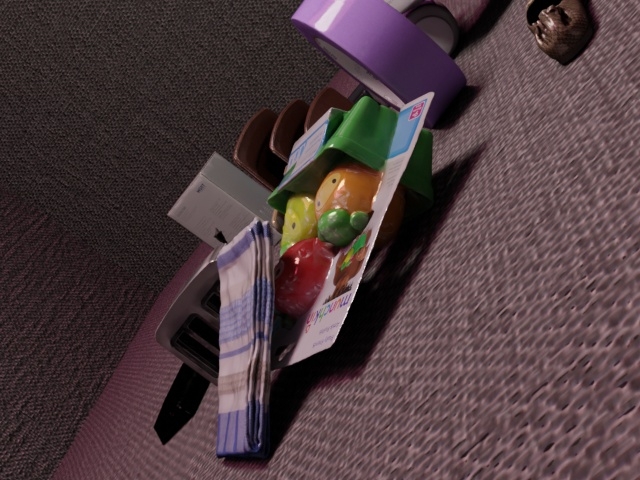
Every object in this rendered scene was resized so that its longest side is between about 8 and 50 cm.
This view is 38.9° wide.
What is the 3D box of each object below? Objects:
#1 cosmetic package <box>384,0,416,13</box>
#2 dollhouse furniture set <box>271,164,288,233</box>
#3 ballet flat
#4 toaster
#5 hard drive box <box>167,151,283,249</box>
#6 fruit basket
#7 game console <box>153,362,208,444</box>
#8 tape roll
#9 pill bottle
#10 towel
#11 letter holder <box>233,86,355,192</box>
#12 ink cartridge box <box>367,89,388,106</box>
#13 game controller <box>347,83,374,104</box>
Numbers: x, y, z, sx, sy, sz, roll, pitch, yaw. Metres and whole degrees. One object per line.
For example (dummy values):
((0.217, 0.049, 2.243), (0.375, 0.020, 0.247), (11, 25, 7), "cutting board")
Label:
((0.245, -0.551, 1.582), (0.385, 0.156, 0.217), (-36, 6, -12), "cosmetic package")
((0.000, -0.063, 1.487), (0.151, 0.144, 0.123), (-33, 22, 21), "dollhouse furniture set")
((0.281, -0.278, 1.104), (0.084, 0.058, 0.250), (-47, 12, 26), "ballet flat")
((-0.140, 0.109, 1.349), (0.168, 0.186, 0.110), (-51, 6, 11), "toaster")
((-0.202, -0.061, 2.058), (0.181, 0.232, 0.089), (-43, 15, 44), "hard drive box")
((0.000, 0.000, 1.153), (0.353, 0.165, 0.327), (-62, 13, -25), "fruit basket")
((-0.182, 0.204, 1.623), (0.361, 0.044, 0.213), (-47, 13, 34), "game console")
((0.089, -0.289, 1.390), (0.090, 0.275, 0.275), (-53, 10, 3), "tape roll")
((0.202, -0.388, 1.691), (0.108, 0.108, 0.193), (-50, 10, 18), "pill bottle")
((-0.102, 0.130, 1.142), (0.209, 0.034, 0.285), (147, 126, -67), "towel")
((-0.038, -0.219, 1.900), (0.152, 0.214, 0.302), (-48, 11, 28), "letter holder")
((0.148, -0.414, 1.828), (0.223, 0.045, 0.224), (-54, -31, -4), "ink cartridge box")
((0.069, -0.282, 2.120), (0.319, 0.067, 0.166), (-47, -3, 29), "game controller")
